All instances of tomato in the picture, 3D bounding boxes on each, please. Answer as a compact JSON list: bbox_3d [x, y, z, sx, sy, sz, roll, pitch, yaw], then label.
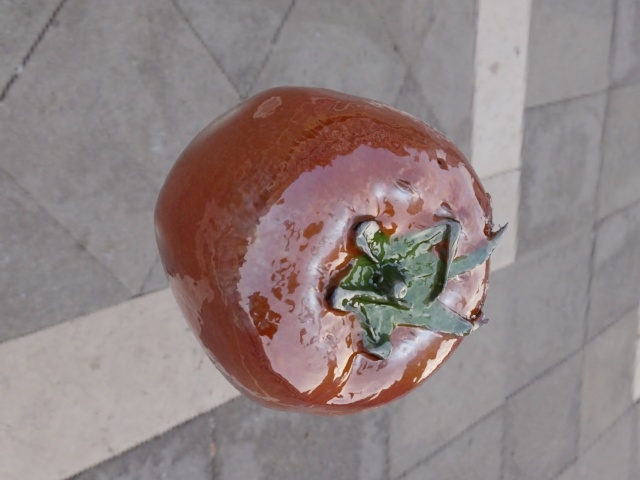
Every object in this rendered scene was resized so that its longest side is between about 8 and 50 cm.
[{"bbox_3d":[0.000,0.000,1.056,0.341,0.273,0.341,-14,118,-29],"label":"tomato"}]
